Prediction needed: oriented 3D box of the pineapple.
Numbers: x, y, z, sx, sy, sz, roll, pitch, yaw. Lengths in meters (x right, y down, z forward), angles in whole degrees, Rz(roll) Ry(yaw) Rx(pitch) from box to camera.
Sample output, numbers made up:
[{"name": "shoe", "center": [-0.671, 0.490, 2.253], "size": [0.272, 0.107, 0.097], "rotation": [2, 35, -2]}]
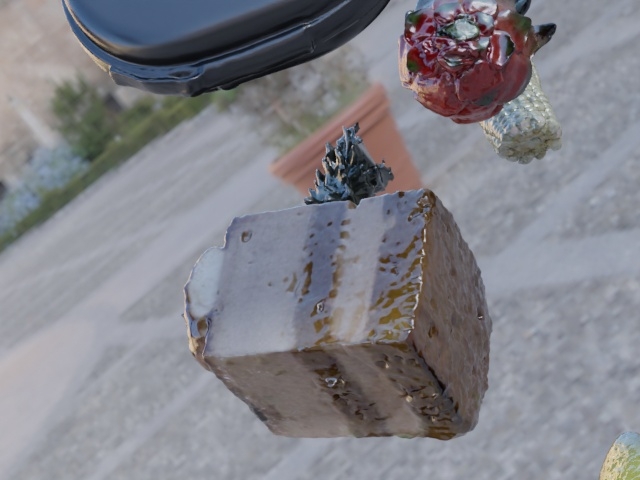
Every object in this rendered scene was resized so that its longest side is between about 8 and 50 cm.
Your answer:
[{"name": "pineapple", "center": [0.000, 0.000, 1.596], "size": [0.158, 0.158, 0.278], "rotation": [-131, 66, -82]}]

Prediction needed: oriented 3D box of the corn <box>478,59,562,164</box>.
[{"name": "corn", "center": [0.198, -0.138, 1.446], "size": [0.087, 0.087, 0.211], "rotation": [-37, 30, 17]}]

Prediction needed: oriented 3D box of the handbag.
[{"name": "handbag", "center": [-0.069, -0.237, 1.152], "size": [0.308, 0.253, 0.093], "rotation": [-19, -30, 9]}]

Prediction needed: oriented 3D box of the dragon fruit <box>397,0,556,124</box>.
[{"name": "dragon fruit", "center": [0.130, -0.174, 1.271], "size": [0.121, 0.130, 0.142], "rotation": [-39, 0, 43]}]

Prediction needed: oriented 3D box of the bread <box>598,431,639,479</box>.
[{"name": "bread", "center": [0.326, 0.211, 1.262], "size": [0.149, 0.065, 0.188], "rotation": [-59, 15, -8]}]

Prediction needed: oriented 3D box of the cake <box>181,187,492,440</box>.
[{"name": "cake", "center": [0.007, 0.087, 1.386], "size": [0.293, 0.198, 0.196], "rotation": [-7, 53, 22]}]
